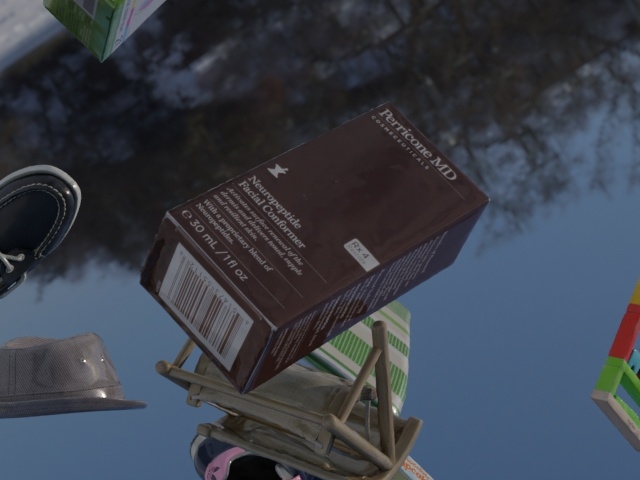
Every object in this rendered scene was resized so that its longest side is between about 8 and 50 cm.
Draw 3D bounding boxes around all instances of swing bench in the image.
[{"bbox_3d":[-0.033,0.199,1.845,0.253,0.255,0.165,15,-122,26],"label":"swing bench"}]

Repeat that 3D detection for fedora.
[{"bbox_3d":[-0.402,0.206,2.243,0.243,0.124,0.275,-7,174,35],"label":"fedora"}]

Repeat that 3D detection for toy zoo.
[{"bbox_3d":[0.506,0.152,2.197,0.030,0.192,0.293,10,-114,40],"label":"toy zoo"}]

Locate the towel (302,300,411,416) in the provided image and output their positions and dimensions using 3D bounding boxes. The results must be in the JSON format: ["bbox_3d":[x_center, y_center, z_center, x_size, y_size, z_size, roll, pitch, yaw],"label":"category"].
[{"bbox_3d":[0.058,0.157,2.546,0.038,0.248,0.325,-44,-161,26],"label":"towel"}]

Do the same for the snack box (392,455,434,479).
[{"bbox_3d":[0.134,0.474,2.416,0.187,0.322,0.060,-44,-178,24],"label":"snack box"}]

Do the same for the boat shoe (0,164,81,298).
[{"bbox_3d":[-0.411,0.021,1.824,0.302,0.114,0.091,-43,-162,32],"label":"boat shoe"}]

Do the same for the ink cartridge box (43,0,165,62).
[{"bbox_3d":[-0.172,-0.332,1.553,0.255,0.097,0.189,-46,-178,-16],"label":"ink cartridge box"}]

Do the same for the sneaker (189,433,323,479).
[{"bbox_3d":[-0.036,0.359,2.224,0.318,0.112,0.131,4,-160,-19],"label":"sneaker"}]

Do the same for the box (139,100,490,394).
[{"bbox_3d":[0.000,0.000,1.707,0.381,0.191,0.143,-30,157,-40],"label":"box"}]
